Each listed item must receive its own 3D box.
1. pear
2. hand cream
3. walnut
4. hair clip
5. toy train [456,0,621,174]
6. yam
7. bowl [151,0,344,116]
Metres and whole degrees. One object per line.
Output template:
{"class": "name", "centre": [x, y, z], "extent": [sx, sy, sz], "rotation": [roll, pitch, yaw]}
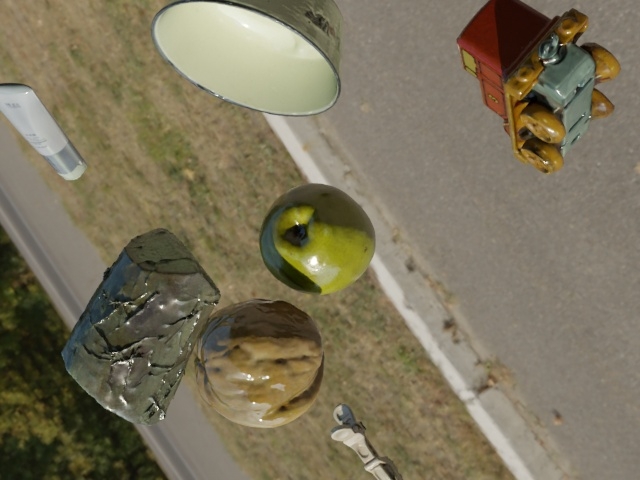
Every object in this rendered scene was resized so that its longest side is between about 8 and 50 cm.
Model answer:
{"class": "pear", "centre": [0.000, 0.000, 1.737], "extent": [0.253, 0.253, 0.307], "rotation": [48, -165, 20]}
{"class": "hand cream", "centre": [-0.440, -0.172, 1.242], "extent": [0.255, 0.079, 0.048], "rotation": [76, -166, -65]}
{"class": "walnut", "centre": [-0.125, 0.252, 1.651], "extent": [0.285, 0.285, 0.296], "rotation": [45, 148, 27]}
{"class": "hair clip", "centre": [0.092, 0.354, 1.222], "extent": [0.226, 0.034, 0.072], "rotation": [51, -162, -2]}
{"class": "toy train", "centre": [0.351, -0.262, 1.304], "extent": [0.231, 0.163, 0.369], "rotation": [44, -179, 22]}
{"class": "yam", "centre": [-0.286, 0.130, 1.294], "extent": [0.202, 0.271, 0.201], "rotation": [40, -176, 35]}
{"class": "bowl", "centre": [-0.070, -0.260, 0.954], "extent": [0.237, 0.126, 0.238], "rotation": [17, 163, 5]}
